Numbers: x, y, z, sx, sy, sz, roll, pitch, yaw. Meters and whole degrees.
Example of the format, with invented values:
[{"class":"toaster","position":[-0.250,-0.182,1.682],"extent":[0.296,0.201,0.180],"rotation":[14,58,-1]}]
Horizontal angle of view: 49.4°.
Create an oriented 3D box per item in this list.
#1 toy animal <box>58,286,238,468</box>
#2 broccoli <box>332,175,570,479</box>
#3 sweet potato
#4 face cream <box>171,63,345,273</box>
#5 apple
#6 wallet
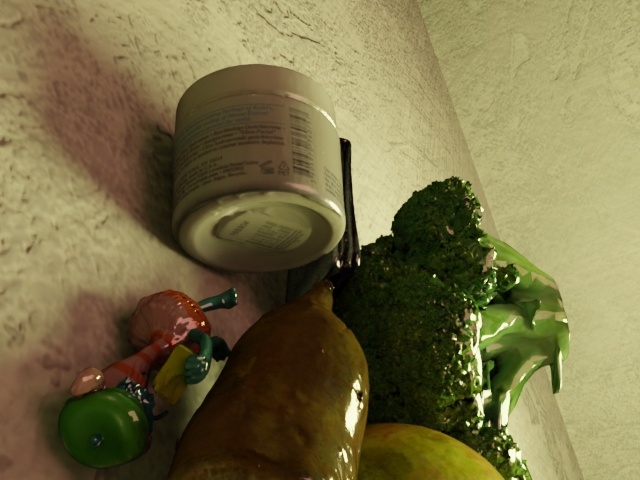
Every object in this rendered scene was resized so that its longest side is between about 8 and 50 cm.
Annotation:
[{"class":"toy animal","position":[-0.122,0.096,0.566],"extent":[0.208,0.103,0.100],"rotation":[-39,116,-69]},{"class":"broccoli","position":[0.152,0.141,0.902],"extent":[0.309,0.321,0.414],"rotation":[5,66,-33]},{"class":"sweet potato","position":[-0.033,0.162,0.567],"extent":[0.158,0.157,0.370],"rotation":[62,20,-19]},{"class":"face cream","position":[-0.065,-0.068,0.724],"extent":[0.177,0.177,0.153],"rotation":[37,41,-52]},{"class":"apple","position":[0.070,0.299,0.659],"extent":[0.226,0.246,0.246],"rotation":[25,49,-48]},{"class":"wallet","position":[-0.002,-0.001,0.854],"extent":[0.036,0.167,0.222],"rotation":[15,46,-16]}]
